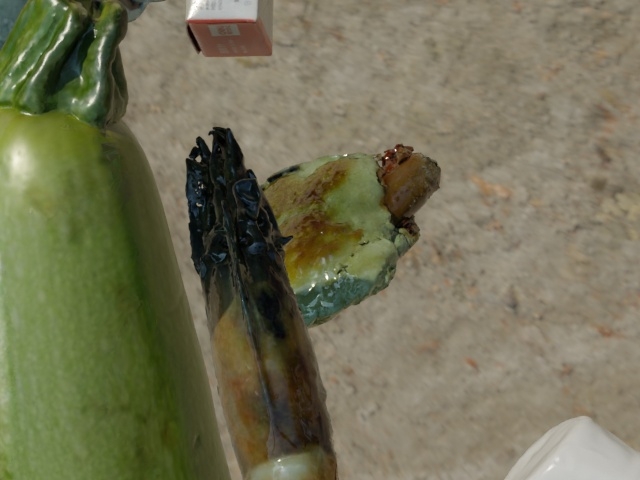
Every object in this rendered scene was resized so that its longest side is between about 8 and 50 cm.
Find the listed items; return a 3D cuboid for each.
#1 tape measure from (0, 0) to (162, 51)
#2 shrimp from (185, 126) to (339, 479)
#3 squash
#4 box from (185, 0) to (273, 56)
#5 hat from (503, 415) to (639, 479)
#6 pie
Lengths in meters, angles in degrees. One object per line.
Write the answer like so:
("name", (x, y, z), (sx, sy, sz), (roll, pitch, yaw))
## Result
("tape measure", (-0.269, -0.157, 0.963), (0.256, 0.275, 0.147), (-12, 100, 30))
("shrimp", (-0.041, 0.126, 1.212), (0.085, 0.272, 0.445), (-13, 92, -6))
("squash", (-0.075, 0.017, 0.444), (0.090, 0.075, 0.200), (-14, 101, -32))
("box", (-0.107, -0.316, 1.715), (0.099, 0.133, 0.182), (0, 81, 4))
("hat", (0.244, 0.245, 1.382), (0.126, 0.203, 0.203), (42, 91, 0))
("pie", (-0.009, 0.003, 1.667), (0.257, 0.274, 0.105), (-4, 130, 31))
